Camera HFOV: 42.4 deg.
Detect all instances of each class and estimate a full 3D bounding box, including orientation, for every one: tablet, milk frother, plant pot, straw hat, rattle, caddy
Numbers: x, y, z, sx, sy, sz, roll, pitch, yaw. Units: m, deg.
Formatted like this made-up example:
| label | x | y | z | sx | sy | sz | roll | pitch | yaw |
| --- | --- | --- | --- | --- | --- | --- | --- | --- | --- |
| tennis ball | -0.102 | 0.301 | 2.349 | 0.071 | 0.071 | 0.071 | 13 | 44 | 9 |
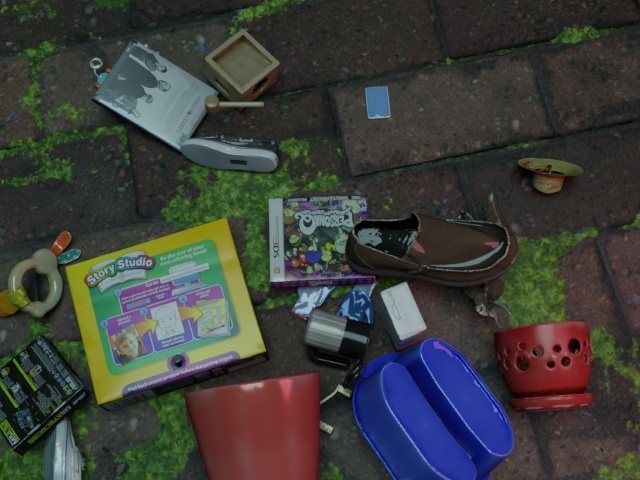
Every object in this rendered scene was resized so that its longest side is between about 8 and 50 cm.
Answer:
| label | x | y | z | sx | sy | sz | roll | pitch | yaw |
| --- | --- | --- | --- | --- | --- | --- | --- | --- | --- |
| tablet | 0.137 | -0.330 | 1.976 | 0.054 | 0.006 | 0.083 | -4 | 71 | 0 |
| milk frother | 0.028 | 0.224 | 1.713 | 0.134 | 0.143 | 0.129 | 15 | 103 | 1 |
| plant pot | 0.458 | 0.260 | 1.684 | 0.191 | 0.191 | 0.174 | -3 | 77 | 0 |
| straw hat | 0.517 | -0.141 | 1.876 | 0.144 | 0.144 | 0.061 | 6 | 110 | 3 |
| plant pot | -0.119 | 0.397 | 1.625 | 0.274 | 0.275 | 0.243 | -9 | 82 | -2 |
| rattle | -0.637 | 0.080 | 1.842 | 0.130 | 0.142 | 0.200 | 29 | 54 | -23 |
| caddy | 0.218 | 0.368 | 1.661 | 0.241 | 0.179 | 0.341 | -26 | 71 | -31 |

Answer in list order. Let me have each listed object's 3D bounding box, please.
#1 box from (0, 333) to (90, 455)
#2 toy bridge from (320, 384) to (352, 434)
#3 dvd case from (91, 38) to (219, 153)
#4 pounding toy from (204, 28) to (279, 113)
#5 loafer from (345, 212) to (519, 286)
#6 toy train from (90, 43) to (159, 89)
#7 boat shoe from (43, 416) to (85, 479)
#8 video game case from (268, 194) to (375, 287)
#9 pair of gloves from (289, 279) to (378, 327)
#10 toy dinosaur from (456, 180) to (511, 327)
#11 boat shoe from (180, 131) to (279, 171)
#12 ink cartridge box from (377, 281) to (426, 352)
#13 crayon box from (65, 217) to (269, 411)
| label | x | y | z | sx | sy | sz | roll | pitch | yaw |
| --- | --- | --- | --- | --- | --- | --- | --- | --- | --- |
| box | -0.603 | 0.319 | 1.725 | 0.184 | 0.045 | 0.190 | -44 | 56 | -11 |
| toy bridge | -0.002 | 0.387 | 1.733 | 0.063 | 0.026 | 0.188 | 26 | 74 | 12 |
| dvd case | -0.386 | -0.339 | 1.942 | 0.238 | 0.029 | 0.179 | 32 | 74 | -8 |
| pounding toy | -0.195 | -0.358 | 1.938 | 0.181 | 0.094 | 0.206 | 44 | 70 | 9 |
| loafer | 0.222 | 0.014 | 1.702 | 0.365 | 0.130 | 0.134 | -2 | 64 | 12 |
| toy train | -0.465 | -0.402 | 1.991 | 0.166 | 0.046 | 0.125 | -10 | 71 | -6 |
| boat shoe | -0.522 | 0.468 | 1.695 | 0.075 | 0.083 | 0.226 | 14 | 56 | -32 |
| video game case | 0.000 | 0.000 | 1.837 | 0.232 | 0.042 | 0.210 | -2 | 64 | -1 |
| pair of gloves | 0.036 | 0.129 | 1.820 | 0.198 | 0.023 | 0.159 | 24 | 76 | 9 |
| toy dinosaur | 0.355 | 0.028 | 1.816 | 0.160 | 0.121 | 0.314 | 22 | 69 | -5 |
| boat shoe | -0.206 | -0.216 | 1.911 | 0.228 | 0.080 | 0.076 | 6 | 55 | 6 |
| ink cartridge box | 0.170 | 0.163 | 1.738 | 0.063 | 0.150 | 0.109 | -21 | 73 | -6 |
| crayon box | -0.328 | 0.156 | 1.773 | 0.362 | 0.106 | 0.313 | -17 | 71 | -5 |
